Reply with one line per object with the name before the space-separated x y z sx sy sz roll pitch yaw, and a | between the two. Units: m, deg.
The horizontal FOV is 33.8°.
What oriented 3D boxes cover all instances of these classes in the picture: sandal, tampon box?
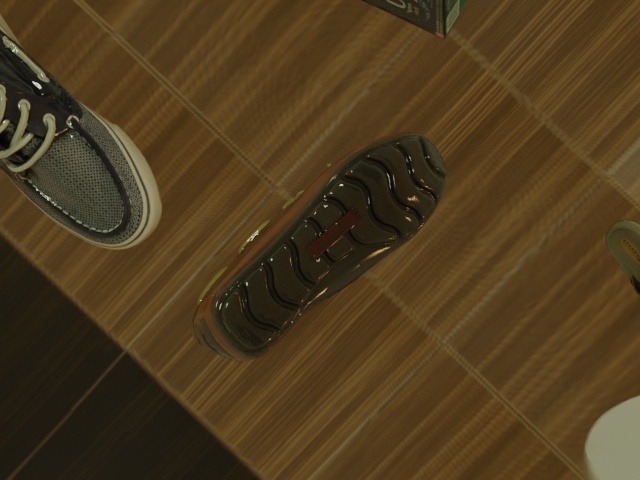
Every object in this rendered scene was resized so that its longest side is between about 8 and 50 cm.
sandal | 0.414 0.049 1.296 0.180 0.049 0.072 49 125 18
tampon box | 0.097 -0.330 1.220 0.161 0.120 0.101 28 79 14

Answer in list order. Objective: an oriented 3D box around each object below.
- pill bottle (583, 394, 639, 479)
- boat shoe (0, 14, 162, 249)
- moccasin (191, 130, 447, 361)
pill bottle | 0.285 0.307 0.783 0.210 0.210 0.363 -4 113 6
boat shoe | -0.310 -0.113 1.029 0.340 0.158 0.127 44 106 1
moccasin | 0.002 0.002 1.266 0.380 0.147 0.139 -47 106 -19
